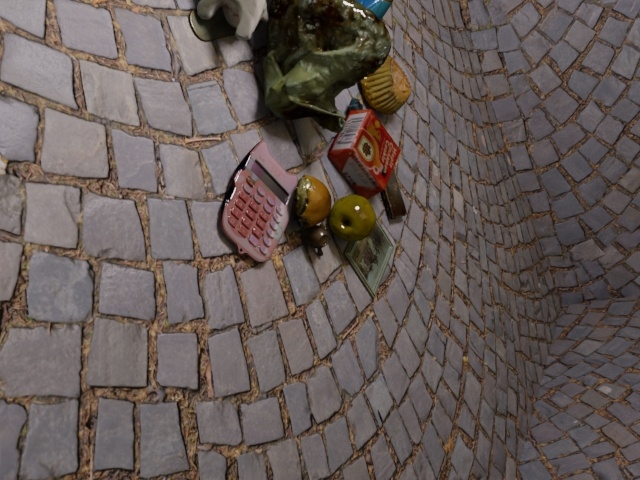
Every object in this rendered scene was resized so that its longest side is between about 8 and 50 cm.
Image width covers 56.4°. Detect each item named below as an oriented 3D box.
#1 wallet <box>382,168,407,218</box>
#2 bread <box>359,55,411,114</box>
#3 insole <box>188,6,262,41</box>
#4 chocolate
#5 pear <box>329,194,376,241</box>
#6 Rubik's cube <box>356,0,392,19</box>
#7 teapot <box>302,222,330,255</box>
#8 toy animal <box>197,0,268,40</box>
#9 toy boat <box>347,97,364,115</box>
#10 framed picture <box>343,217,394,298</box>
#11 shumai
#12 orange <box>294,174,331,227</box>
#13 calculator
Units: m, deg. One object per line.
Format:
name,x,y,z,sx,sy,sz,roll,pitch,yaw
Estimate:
wallet,0.260,-0.197,2.237,0.122,0.031,0.232,-14,89,-54
bread,0.252,-0.596,2.272,0.240,0.139,0.239,24,61,-52
insole,-0.256,-0.631,1.689,0.348,0.009,0.118,-44,115,-51
chocolate,0.159,-0.301,2.052,0.234,0.108,0.237,49,48,-31
pear,0.104,-0.071,1.881,0.162,0.149,0.148,-30,103,-58
Rubik's cube,0.190,-0.861,2.208,0.254,0.255,0.254,23,60,-49
teapot,0.000,0.000,1.774,0.085,0.080,0.110,-38,127,-22
toy animal,-0.253,-0.714,1.598,0.266,0.308,0.188,-67,171,23
toy boat,0.139,-0.438,2.134,0.141,0.060,0.055,57,38,-36
framed picture,0.176,0.035,2.057,0.217,0.017,0.274,56,39,-28
shumai,-0.033,-0.503,1.724,0.395,0.395,0.348,34,78,-44
orange,-0.023,-0.109,1.711,0.170,0.113,0.160,-102,-164,-61
calculator,-0.168,-0.098,1.602,0.220,0.048,0.329,48,46,-36
